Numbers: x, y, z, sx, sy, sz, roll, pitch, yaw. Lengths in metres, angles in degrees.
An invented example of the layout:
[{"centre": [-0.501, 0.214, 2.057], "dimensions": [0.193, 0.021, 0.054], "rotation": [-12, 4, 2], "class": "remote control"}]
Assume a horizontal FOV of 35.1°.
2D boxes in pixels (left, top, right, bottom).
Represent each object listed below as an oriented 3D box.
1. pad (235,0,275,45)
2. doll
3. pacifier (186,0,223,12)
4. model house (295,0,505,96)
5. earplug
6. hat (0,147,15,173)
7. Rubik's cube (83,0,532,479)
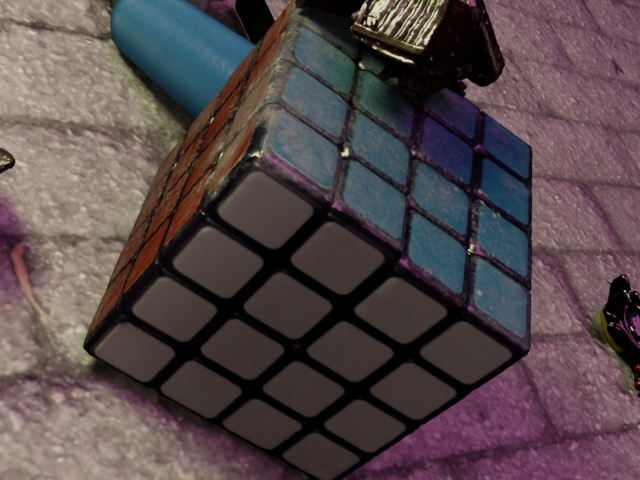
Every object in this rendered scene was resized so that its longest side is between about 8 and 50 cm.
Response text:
[{"centre": [-0.095, -0.330, 1.516], "dimensions": [0.003, 0.112, 0.157], "rotation": [-16, 64, -20], "class": "pad"}, {"centre": [0.530, 0.177, 1.665], "dimensions": [0.127, 0.088, 0.249], "rotation": [7, 58, -66], "class": "doll"}, {"centre": [-0.195, -0.443, 1.406], "dimensions": [0.287, 0.226, 0.238], "rotation": [23, 24, 4], "class": "pacifier"}, {"centre": [0.070, -0.225, 1.030], "dimensions": [0.203, 0.141, 0.164], "rotation": [36, 53, 28], "class": "model house"}, {"centre": [-0.165, -0.238, 1.319], "dimensions": [0.273, 0.132, 0.132], "rotation": [39, 34, 20], "class": "earplug"}, {"centre": [-0.405, -0.057, 1.000], "dimensions": [0.193, 0.082, 0.193], "rotation": [12, 14, -3], "class": "hat"}, {"centre": [0.000, 0.000, 1.105], "dimensions": [0.337, 0.344, 0.344], "rotation": [32, 40, -18], "class": "Rubik's cube"}]
